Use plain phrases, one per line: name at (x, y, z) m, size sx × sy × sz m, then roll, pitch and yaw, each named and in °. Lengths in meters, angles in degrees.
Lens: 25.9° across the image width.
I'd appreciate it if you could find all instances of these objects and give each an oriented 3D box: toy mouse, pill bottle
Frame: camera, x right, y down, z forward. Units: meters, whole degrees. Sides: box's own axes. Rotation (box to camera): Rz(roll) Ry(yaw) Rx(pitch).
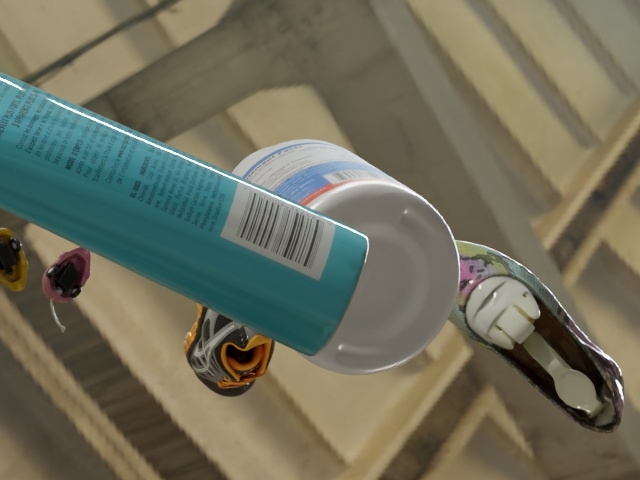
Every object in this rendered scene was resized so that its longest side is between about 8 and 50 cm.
toy mouse at (-0.266, 0.004, 1.355) m, size 0.143 × 0.031 × 0.161 m, roll -37°, pitch -74°, yaw -39°
pill bottle at (0.000, 0.000, 0.937) m, size 0.124 × 0.124 × 0.221 m, roll 50°, pitch 177°, yaw -20°

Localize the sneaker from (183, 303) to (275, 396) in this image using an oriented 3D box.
sneaker at (-0.086, 0.111, 1.385) m, size 0.084 × 0.215 × 0.083 m, roll -19°, pitch -118°, yaw -13°

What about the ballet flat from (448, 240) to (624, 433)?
ballet flat at (0.177, 0.083, 1.152) m, size 0.221 × 0.077 × 0.079 m, roll 41°, pitch -170°, yaw -16°

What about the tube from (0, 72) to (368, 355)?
tube at (-0.084, -0.022, 0.518) m, size 0.207 × 0.052 × 0.080 m, roll 26°, pitch -161°, yaw -10°
